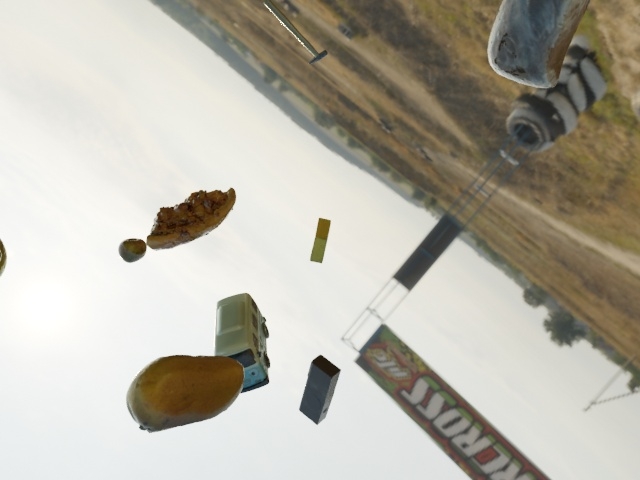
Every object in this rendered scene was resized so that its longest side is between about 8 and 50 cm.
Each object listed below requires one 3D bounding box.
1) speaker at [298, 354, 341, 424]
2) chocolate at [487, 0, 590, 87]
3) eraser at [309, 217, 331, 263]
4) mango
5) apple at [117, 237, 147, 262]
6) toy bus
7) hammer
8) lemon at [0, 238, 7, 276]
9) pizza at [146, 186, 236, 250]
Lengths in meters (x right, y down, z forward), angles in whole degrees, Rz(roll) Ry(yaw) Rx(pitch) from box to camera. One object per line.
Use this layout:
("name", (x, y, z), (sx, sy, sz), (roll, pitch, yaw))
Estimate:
("speaker", (-0.005, 0.436, 1.867), (0.082, 0.218, 0.044), (34, -140, 24))
("chocolate", (0.385, -0.407, 1.170), (0.157, 0.253, 0.080), (32, -142, 29))
("eraser", (0.000, 0.000, 2.047), (0.045, 0.097, 0.122), (12, -146, 0))
("mango", (-0.294, 0.331, 1.421), (0.262, 0.167, 0.130), (-4, -179, -26))
("apple", (-0.587, 0.029, 2.009), (0.089, 0.090, 0.074), (-98, -8, -77))
("toy bus", (-0.225, 0.278, 1.794), (0.271, 0.133, 0.164), (-102, -7, -56))
("hammer", (-0.069, -0.520, 1.597), (0.199, 0.062, 0.013), (41, -133, -26))
("lemon", (-0.829, 0.034, 1.460), (0.249, 0.184, 0.184), (9, 179, 20))
("pizza", (-0.352, -0.070, 1.736), (0.161, 0.305, 0.085), (26, 139, 31))
